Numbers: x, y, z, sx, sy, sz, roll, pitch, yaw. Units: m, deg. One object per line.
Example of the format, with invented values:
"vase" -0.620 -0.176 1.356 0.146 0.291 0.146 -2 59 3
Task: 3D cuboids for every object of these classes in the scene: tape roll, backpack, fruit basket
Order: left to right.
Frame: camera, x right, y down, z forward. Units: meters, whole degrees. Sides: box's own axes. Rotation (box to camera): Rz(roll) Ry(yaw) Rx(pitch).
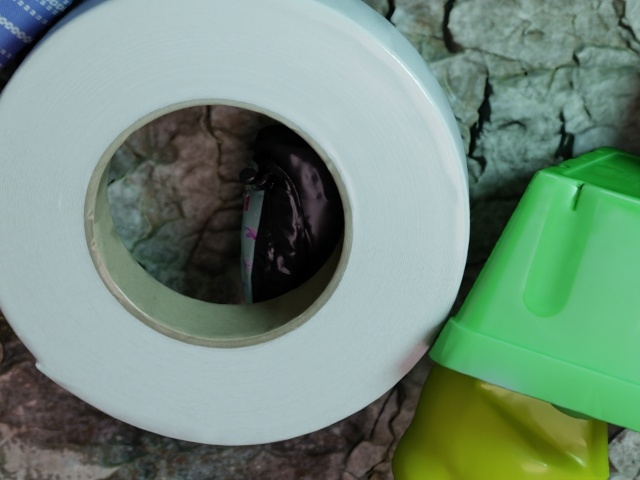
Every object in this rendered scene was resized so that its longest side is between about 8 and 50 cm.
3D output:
"tape roll" -0.077 -0.023 1.435 0.392 0.072 0.392 1 113 3
"backpack" 0.000 0.000 1.539 0.152 0.115 0.182 9 111 -3
"fruit basket" 0.223 0.118 1.542 0.283 0.392 0.392 18 125 16

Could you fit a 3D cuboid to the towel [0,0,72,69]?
"towel" -0.227 -0.281 1.318 0.336 0.040 0.243 -42 129 13
